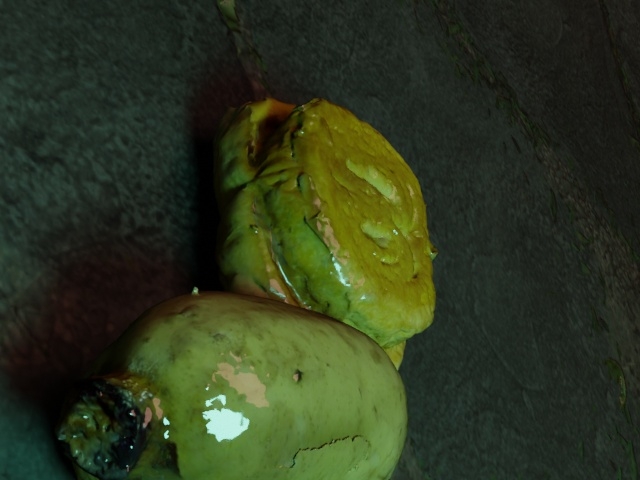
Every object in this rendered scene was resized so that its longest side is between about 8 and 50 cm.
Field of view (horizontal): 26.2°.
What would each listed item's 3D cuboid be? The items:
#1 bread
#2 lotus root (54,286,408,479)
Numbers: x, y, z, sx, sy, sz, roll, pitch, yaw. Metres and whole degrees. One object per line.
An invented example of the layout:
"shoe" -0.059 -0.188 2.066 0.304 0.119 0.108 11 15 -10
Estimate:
"bread" 0.002 0.001 1.064 0.198 0.120 0.236 30 45 -46
"lotus root" -0.054 0.112 0.863 0.146 0.160 0.284 32 13 32
